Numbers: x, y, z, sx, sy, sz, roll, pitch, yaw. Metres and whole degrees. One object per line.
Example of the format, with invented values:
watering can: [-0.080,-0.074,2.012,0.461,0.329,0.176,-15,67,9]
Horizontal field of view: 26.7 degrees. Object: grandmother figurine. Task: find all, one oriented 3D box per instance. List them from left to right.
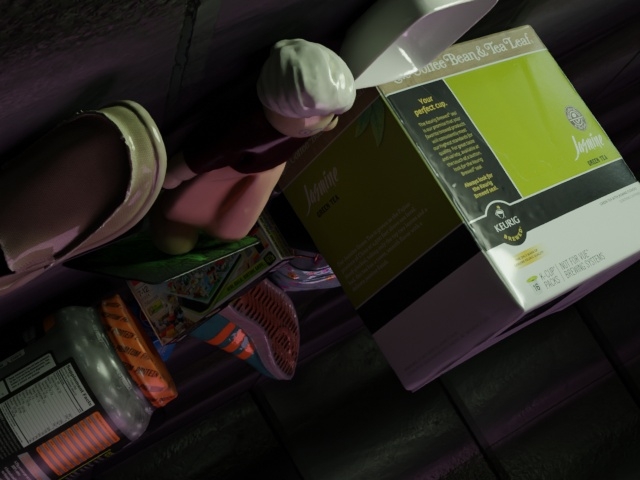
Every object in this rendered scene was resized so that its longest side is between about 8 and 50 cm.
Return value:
grandmother figurine: [-0.059,-0.094,1.328,0.208,0.104,0.342,-36,177,-31]

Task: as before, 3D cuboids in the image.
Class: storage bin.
storage bin: [-0.006,-0.027,1.721,0.135,0.098,0.091,10,-171,10]

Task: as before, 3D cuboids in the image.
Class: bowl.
bowl: [0.089,-0.212,1.310,0.142,0.053,0.142,-19,165,-48]

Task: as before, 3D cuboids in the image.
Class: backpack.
backpack: [0.000,0.000,1.907,0.182,0.152,0.115,-14,160,-20]

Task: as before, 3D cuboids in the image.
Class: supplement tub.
supplement tub: [-0.351,0.210,1.681,0.316,0.194,0.193,-30,170,-4]

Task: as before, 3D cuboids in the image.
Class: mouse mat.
mouse mat: [-0.176,0.013,1.479,0.152,0.007,0.189,-24,-160,-38]

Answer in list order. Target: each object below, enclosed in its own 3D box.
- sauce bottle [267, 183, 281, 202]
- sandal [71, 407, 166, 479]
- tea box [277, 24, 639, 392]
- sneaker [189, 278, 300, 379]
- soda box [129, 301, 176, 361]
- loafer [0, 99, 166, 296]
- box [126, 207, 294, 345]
sauce bottle: [-0.101,-0.035,1.663,0.128,0.042,0.042,-39,168,27]
sandal: [-0.439,0.354,2.082,0.445,0.107,0.167,-19,-153,-25]
tea box: [0.180,-0.049,1.601,0.329,0.324,0.220,-20,165,-44]
sneaker: [-0.123,0.103,1.875,0.121,0.108,0.302,1,149,24]
soda box: [-0.258,0.140,1.987,0.071,0.067,0.210,-27,169,-20]
loafer: [-0.237,-0.021,1.127,0.268,0.102,0.092,-36,175,29]
box: [-0.141,0.029,1.645,0.207,0.114,0.036,-36,169,25]
